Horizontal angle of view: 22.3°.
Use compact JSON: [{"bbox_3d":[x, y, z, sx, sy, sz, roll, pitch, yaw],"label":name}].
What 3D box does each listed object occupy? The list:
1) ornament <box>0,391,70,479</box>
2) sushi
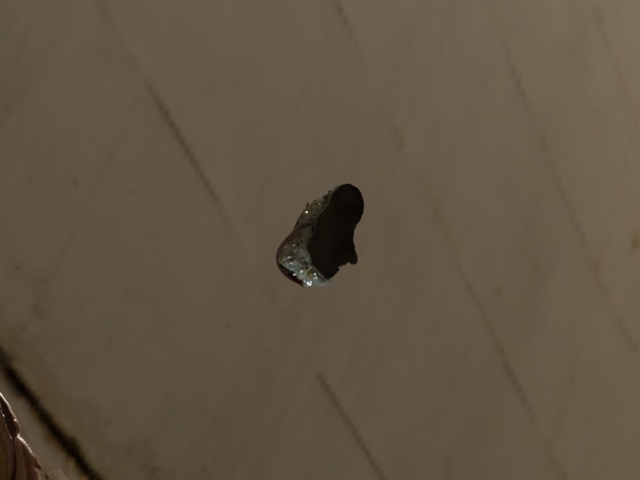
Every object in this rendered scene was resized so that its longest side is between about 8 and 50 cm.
[{"bbox_3d":[-0.276,0.212,1.154,0.221,0.235,0.217,-49,-22,-21],"label":"ornament"},{"bbox_3d":[0.000,0.000,1.125,0.044,0.046,0.083,46,-130,-21],"label":"sushi"}]
